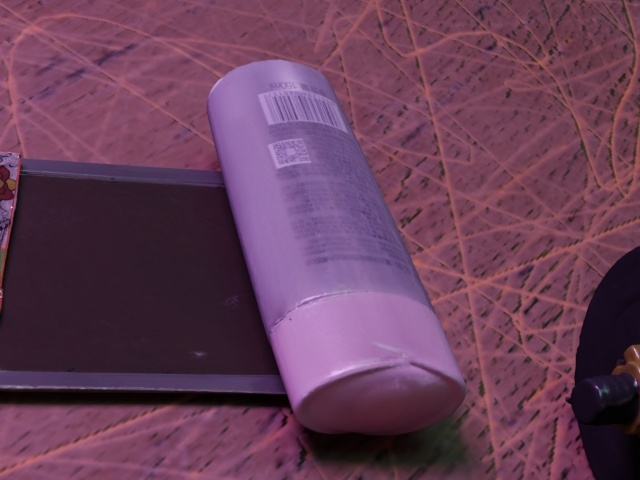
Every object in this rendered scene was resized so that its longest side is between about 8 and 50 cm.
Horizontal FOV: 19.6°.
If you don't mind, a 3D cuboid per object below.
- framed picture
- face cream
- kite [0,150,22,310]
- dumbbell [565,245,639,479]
[{"bbox_3d":[-0.100,0.022,1.119,0.252,0.014,0.197,3,42,-25],"label":"framed picture"},{"bbox_3d":[0.000,0.000,1.126,0.107,0.073,0.269,-1,44,-21],"label":"face cream"},{"bbox_3d":[-0.262,-0.006,1.058,0.198,0.006,0.244,36,44,20],"label":"kite"},{"bbox_3d":[0.315,0.085,1.123,0.388,0.185,0.185,-2,44,-29],"label":"dumbbell"}]
